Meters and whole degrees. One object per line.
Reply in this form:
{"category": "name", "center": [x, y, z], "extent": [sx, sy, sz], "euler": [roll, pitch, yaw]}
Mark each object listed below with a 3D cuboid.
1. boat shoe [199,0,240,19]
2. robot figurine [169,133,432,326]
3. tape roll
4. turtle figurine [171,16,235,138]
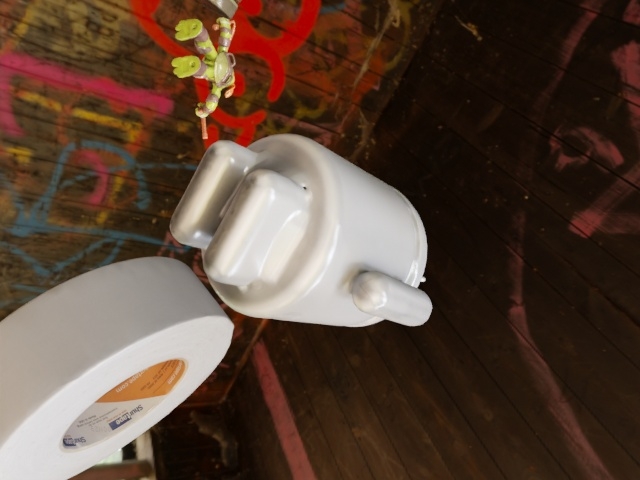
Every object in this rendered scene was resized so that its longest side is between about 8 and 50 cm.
{"category": "boat shoe", "center": [-0.236, -0.495, 0.820], "extent": [0.307, 0.110, 0.104], "euler": [36, -82, 16]}
{"category": "robot figurine", "center": [0.000, 0.000, 0.579], "extent": [0.300, 0.353, 0.200], "euler": [43, -74, 37]}
{"category": "tape roll", "center": [-0.184, 0.115, 0.413], "extent": [0.072, 0.219, 0.219], "euler": [47, -57, 19]}
{"category": "turtle figurine", "center": [-0.229, -0.353, 0.998], "extent": [0.087, 0.217, 0.270], "euler": [19, -84, 10]}
